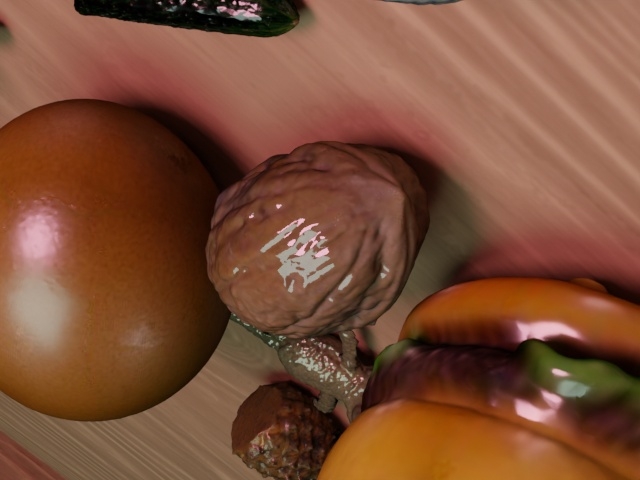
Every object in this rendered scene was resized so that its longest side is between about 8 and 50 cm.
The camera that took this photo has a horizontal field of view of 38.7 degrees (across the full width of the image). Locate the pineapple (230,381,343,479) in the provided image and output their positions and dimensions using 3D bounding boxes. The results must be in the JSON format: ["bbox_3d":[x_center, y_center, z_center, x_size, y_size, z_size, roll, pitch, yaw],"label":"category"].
[{"bbox_3d":[-0.002,0.297,1.231,0.248,0.128,0.128,41,148,-22],"label":"pineapple"}]

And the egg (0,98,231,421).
[{"bbox_3d":[-0.222,0.024,0.896,0.282,0.282,0.351,25,137,14],"label":"egg"}]

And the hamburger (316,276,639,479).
[{"bbox_3d":[0.207,0.210,0.761,0.395,0.277,0.396,26,149,17],"label":"hamburger"}]

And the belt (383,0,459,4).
[{"bbox_3d":[0.036,-0.196,0.505,0.163,0.147,0.082,50,162,31],"label":"belt"}]

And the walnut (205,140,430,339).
[{"bbox_3d":[-0.001,-0.002,0.767,0.178,0.178,0.230,43,146,-14],"label":"walnut"}]

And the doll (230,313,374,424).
[{"bbox_3d":[-0.006,0.134,1.050,0.202,0.091,0.286,-31,101,43],"label":"doll"}]

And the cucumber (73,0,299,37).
[{"bbox_3d":[-0.112,-0.192,0.724,0.214,0.052,0.058,16,164,26],"label":"cucumber"}]
